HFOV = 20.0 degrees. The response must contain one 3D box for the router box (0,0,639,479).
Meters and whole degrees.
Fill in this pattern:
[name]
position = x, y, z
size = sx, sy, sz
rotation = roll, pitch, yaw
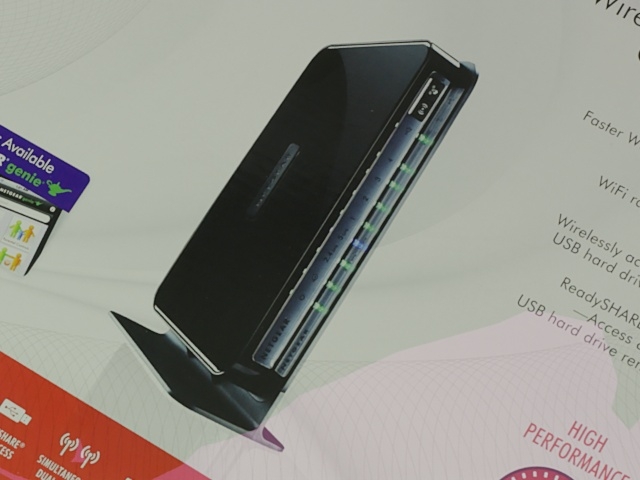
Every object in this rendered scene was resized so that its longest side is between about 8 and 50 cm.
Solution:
[router box]
position = 0.000, 0.000, 0.715
size = 0.335, 0.082, 0.301
rotation = 28, 77, 15
